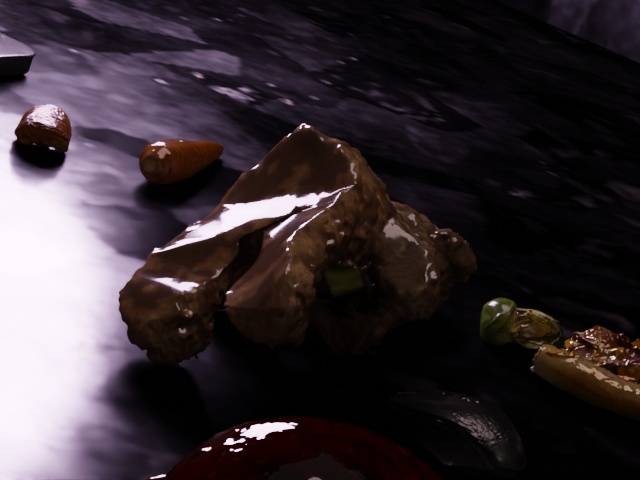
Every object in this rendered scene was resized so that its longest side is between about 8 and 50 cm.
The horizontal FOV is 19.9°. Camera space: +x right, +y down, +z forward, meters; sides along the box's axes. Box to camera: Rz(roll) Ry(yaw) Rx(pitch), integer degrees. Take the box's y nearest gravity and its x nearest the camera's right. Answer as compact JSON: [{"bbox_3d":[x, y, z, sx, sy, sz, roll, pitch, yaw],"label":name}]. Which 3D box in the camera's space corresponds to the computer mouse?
[{"bbox_3d":[0.113,0.146,1.468,0.079,0.047,0.135,1,22,-46],"label":"computer mouse"}]

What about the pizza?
[{"bbox_3d":[0.311,0.130,1.698,0.246,0.058,0.127,17,17,-11],"label":"pizza"}]

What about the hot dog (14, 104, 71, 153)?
[{"bbox_3d":[-0.283,-0.114,1.873,0.058,0.035,0.083,16,18,-8],"label":"hot dog"}]

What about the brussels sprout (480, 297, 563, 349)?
[{"bbox_3d":[0.189,0.083,1.753,0.083,0.046,0.051,20,10,-31],"label":"brussels sprout"}]

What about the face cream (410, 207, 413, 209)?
[{"bbox_3d":[0.000,0.000,1.755,0.224,0.070,0.114,0,-16,-43],"label":"face cream"}]

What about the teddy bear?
[{"bbox_3d":[-0.012,0.041,1.532,0.246,0.222,0.296,-6,37,33],"label":"teddy bear"}]

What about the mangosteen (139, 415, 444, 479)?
[{"bbox_3d":[-0.033,0.200,0.943,0.257,0.215,0.215,-13,-8,42],"label":"mangosteen"}]

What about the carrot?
[{"bbox_3d":[-0.139,-0.090,1.946,0.048,0.048,0.216,23,13,13],"label":"carrot"}]

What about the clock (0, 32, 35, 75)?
[{"bbox_3d":[-0.495,-0.249,2.048,0.273,0.049,0.279,25,18,22],"label":"clock"}]
